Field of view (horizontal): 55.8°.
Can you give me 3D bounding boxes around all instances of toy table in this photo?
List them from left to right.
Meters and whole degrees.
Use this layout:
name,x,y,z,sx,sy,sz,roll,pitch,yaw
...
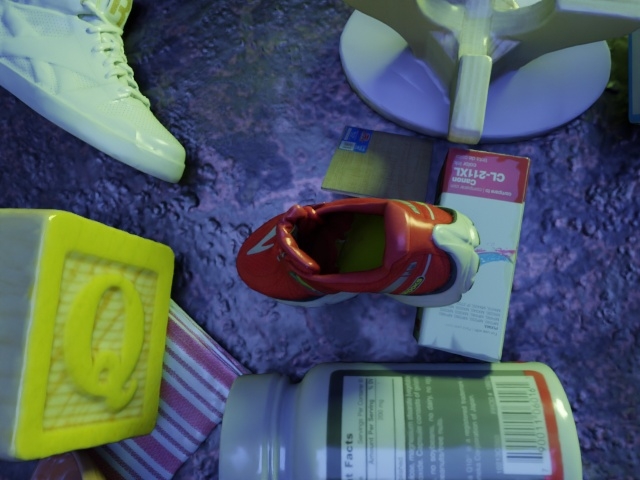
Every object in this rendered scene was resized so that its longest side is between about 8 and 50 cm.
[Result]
name,x,y,z,sx,sy,sz,roll,pitch,yaw
toy table,0.150,-0.200,0.570,0.274,0.161,0.252,-2,84,6

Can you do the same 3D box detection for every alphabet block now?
name,x,y,z,sx,sy,sz,roll,pitch,yaw
alphabet block,-0.271,0.080,0.547,0.197,0.193,0.193,0,81,16

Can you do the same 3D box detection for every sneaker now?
name,x,y,z,sx,sy,sz,roll,pitch,yaw
sneaker,-0.231,-0.197,0.633,0.292,0.108,0.169,35,92,9
sneaker,0.000,0.000,0.530,0.279,0.118,0.107,-8,72,48

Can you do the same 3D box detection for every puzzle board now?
name,x,y,z,sx,sy,sz,roll,pitch,yaw
puzzle board,0.060,-0.074,0.598,0.096,0.128,0.011,10,128,7

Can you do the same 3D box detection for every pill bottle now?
name,x,y,z,sx,sy,sz,roll,pitch,yaw
pill bottle,0.065,0.190,0.539,0.283,0.161,0.161,-1,84,6

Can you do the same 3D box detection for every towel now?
name,x,y,z,sx,sy,sz,roll,pitch,yaw
towel,-0.181,0.171,0.634,0.144,0.029,0.197,40,92,8

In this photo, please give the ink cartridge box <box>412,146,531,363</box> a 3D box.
name,x,y,z,sx,sy,sz,roll,pitch,yaw
ink cartridge box,0.136,0.016,0.565,0.072,0.127,0.175,10,85,7

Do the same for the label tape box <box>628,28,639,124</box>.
name,x,y,z,sx,sy,sz,roll,pitch,yaw
label tape box,0.446,-0.234,0.510,0.333,0.106,0.241,-6,97,0

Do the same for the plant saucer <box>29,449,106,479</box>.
name,x,y,z,sx,sy,sz,roll,pitch,yaw
plant saucer,-0.245,0.296,0.571,0.037,0.200,0.200,17,85,-37
